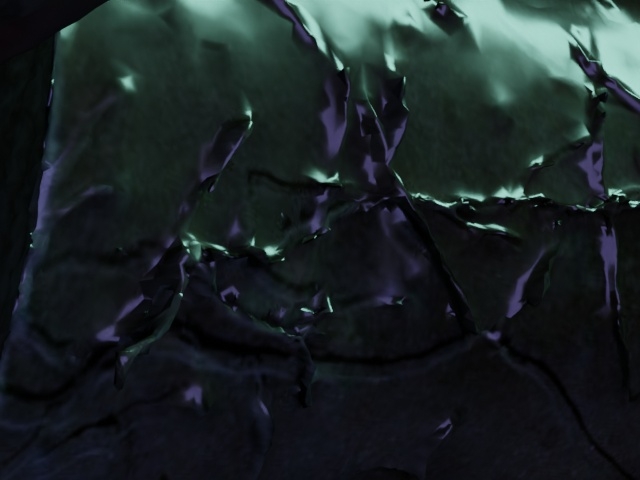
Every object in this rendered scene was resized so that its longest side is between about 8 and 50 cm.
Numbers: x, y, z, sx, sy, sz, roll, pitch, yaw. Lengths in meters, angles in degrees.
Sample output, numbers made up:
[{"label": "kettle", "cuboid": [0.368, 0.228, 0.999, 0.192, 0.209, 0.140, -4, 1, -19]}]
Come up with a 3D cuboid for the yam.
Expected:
[{"label": "yam", "cuboid": [0.000, 0.000, 0.617, 0.348, 0.241, 0.241, 4, 76, -39]}]

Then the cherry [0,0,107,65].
[{"label": "cherry", "cuboid": [-0.230, -0.035, 0.385, 0.335, 0.291, 0.326, 23, 81, -21]}]
